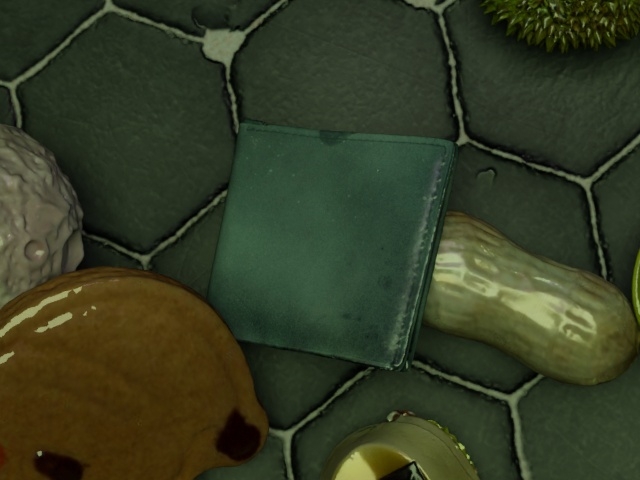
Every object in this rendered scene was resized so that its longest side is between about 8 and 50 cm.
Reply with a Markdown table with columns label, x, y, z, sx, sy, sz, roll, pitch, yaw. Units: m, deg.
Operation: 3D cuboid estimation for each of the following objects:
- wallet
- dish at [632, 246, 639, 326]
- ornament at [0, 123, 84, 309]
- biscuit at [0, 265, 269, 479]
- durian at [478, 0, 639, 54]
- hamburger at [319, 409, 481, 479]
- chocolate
| label | x | y | z | sx | sy | sz | roll | pitch | yaw |
| --- | --- | --- | --- | --- | --- | --- | --- | --- | --- |
| wallet | -0.001 | 0.000 | 1.602 | 0.290 | 0.054 | 0.251 | 5 | 81 | 39 |
| dish | 0.460 | 0.055 | 1.595 | 0.262 | 0.108 | 0.221 | 30 | 87 | 8 |
| ornament | -0.377 | -0.018 | 1.597 | 0.259 | 0.259 | 0.225 | 13 | 92 | 6 |
| biscuit | -0.277 | 0.225 | 1.563 | 0.349 | 0.078 | 0.455 | 40 | 94 | -24 |
| durian | 0.292 | -0.334 | 1.589 | 0.291 | 0.224 | 0.291 | 0 | 90 | 4 |
| hamburger | 0.096 | 0.291 | 1.603 | 0.173 | 0.116 | 0.210 | -36 | 87 | 9 |
| chocolate | 0.196 | 0.056 | 1.607 | 0.309 | 0.134 | 0.134 | 21 | 86 | 6 |
